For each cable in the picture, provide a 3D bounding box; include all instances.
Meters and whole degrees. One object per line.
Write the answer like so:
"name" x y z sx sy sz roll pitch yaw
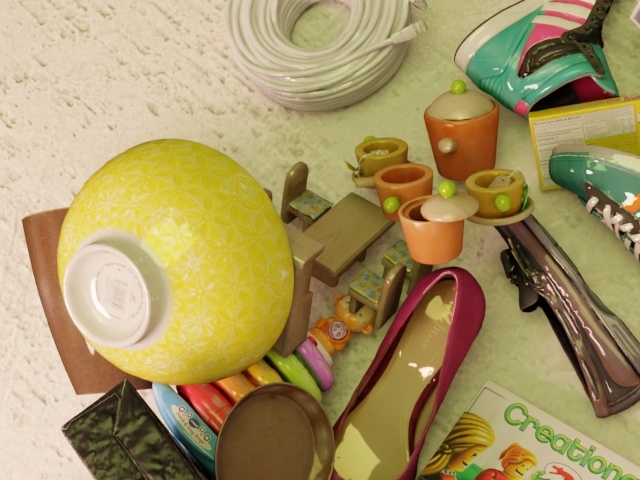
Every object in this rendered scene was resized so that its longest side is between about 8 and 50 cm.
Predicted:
"cable" 0.000 -0.304 1.708 0.257 0.089 0.257 -33 66 2

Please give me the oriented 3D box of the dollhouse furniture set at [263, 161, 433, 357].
"dollhouse furniture set" 0.000 0.000 1.513 0.212 0.161 0.242 30 46 22

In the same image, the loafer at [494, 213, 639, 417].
"loafer" 0.284 0.077 1.500 0.095 0.109 0.302 -39 69 5

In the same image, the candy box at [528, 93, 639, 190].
"candy box" 0.369 -0.127 1.552 0.206 0.105 0.027 -8 27 11

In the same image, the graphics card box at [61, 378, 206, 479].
"graphics card box" -0.147 0.317 1.382 0.094 0.371 0.233 -36 66 -9

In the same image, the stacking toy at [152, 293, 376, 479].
"stacking toy" -0.045 0.168 1.542 0.302 0.165 0.175 -39 69 -14

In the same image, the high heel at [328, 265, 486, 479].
"high heel" 0.073 0.199 1.467 0.127 0.181 0.377 24 79 20

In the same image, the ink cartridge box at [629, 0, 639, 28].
"ink cartridge box" 0.528 -0.255 1.538 0.206 0.045 0.208 -26 63 -23

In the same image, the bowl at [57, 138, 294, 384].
"bowl" -0.191 0.042 1.371 0.289 0.156 0.289 8 108 27

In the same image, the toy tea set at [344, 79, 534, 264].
"toy tea set" 0.147 -0.097 1.493 0.200 0.124 0.336 -11 26 -6

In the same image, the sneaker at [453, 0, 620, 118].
"sneaker" 0.339 -0.254 1.586 0.295 0.124 0.178 -35 70 -2

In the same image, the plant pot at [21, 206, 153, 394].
"plant pot" -0.266 0.080 1.599 0.215 0.215 0.230 -7 84 12

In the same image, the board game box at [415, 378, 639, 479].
"board game box" 0.265 0.313 1.416 0.305 0.053 0.193 29 72 29

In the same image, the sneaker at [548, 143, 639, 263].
"sneaker" 0.402 -0.016 1.486 0.302 0.108 0.121 25 83 12

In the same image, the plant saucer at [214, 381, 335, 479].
"plant saucer" -0.057 0.246 1.434 0.029 0.168 0.168 -2 66 53
